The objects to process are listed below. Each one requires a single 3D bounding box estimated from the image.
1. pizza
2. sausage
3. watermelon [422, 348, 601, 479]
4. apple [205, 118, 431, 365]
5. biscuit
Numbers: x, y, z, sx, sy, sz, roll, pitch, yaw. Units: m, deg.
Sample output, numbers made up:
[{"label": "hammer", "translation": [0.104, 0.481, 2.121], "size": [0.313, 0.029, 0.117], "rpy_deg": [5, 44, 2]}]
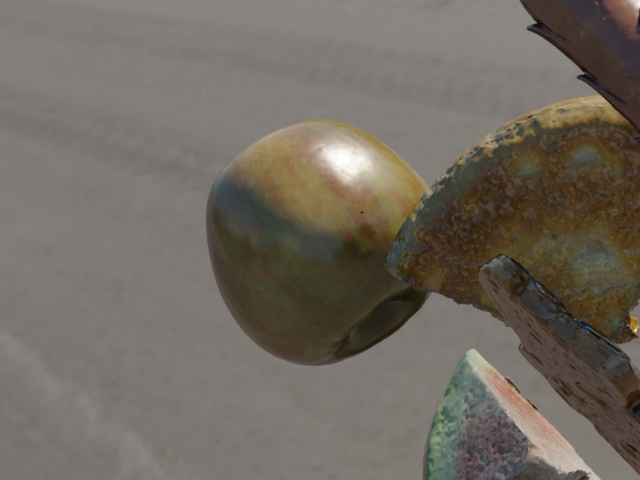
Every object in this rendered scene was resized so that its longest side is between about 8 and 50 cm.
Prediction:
[{"label": "pizza", "translation": [0.217, -0.005, 1.593], "size": [0.335, 0.226, 0.086], "rpy_deg": [-28, -5, 22]}, {"label": "sausage", "translation": [0.271, -0.079, 1.233], "size": [0.088, 0.088, 0.433], "rpy_deg": [-27, 66, -38]}, {"label": "watermelon", "translation": [0.225, 0.300, 2.226], "size": [0.231, 0.310, 0.193], "rpy_deg": [6, -14, 38]}, {"label": "apple", "translation": [0.000, 0.000, 1.908], "size": [0.257, 0.257, 0.234], "rpy_deg": [-26, 66, -36]}, {"label": "biscuit", "translation": [0.211, 0.111, 1.311], "size": [0.043, 0.280, 0.183], "rpy_deg": [-46, 18, -5]}]
